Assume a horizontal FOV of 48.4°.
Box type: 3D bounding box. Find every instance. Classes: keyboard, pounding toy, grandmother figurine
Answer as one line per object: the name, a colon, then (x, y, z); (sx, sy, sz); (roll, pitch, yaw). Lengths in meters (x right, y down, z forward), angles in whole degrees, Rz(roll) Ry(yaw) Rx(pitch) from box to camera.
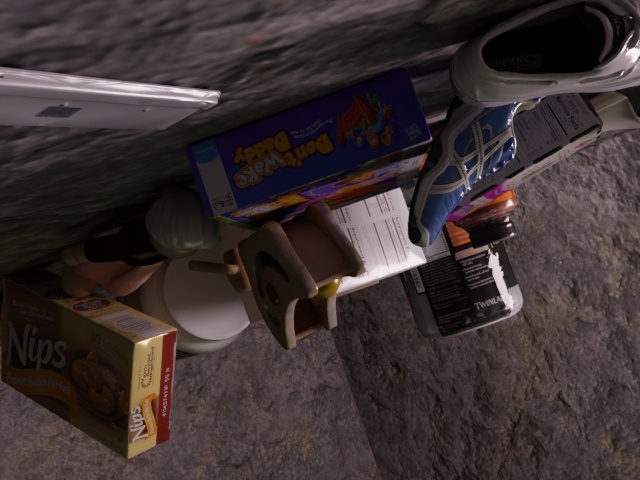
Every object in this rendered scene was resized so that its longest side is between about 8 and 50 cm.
keyboard: (-0.171, -0.092, 0.479); (0.072, 0.014, 0.256); (-15, 178, 31)
pounding toy: (-0.062, 0.065, 0.885); (0.155, 0.154, 0.269); (-24, 178, -22)
grandmother figurine: (-0.234, 0.007, 0.965); (0.208, 0.104, 0.342); (-27, -176, -36)

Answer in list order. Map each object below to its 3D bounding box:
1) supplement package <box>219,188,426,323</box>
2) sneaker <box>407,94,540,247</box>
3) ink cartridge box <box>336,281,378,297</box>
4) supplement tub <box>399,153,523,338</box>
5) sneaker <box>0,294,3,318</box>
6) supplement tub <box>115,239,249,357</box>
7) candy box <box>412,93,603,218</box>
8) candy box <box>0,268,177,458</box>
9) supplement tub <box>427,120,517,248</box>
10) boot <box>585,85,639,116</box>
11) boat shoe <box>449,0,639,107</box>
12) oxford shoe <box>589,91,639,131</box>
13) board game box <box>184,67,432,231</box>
supplement package: (0.000, 0.000, 1.231); (0.263, 0.197, 0.199); (-16, 174, -38)
sneaker: (0.153, -0.085, 0.733); (0.081, 0.211, 0.080); (26, -177, 3)
ink cartridge box: (0.020, 0.018, 1.516); (0.193, 0.088, 0.234); (-17, 136, -11)
supplement tub: (0.237, 0.002, 1.361); (0.207, 0.337, 0.207); (-19, 177, -1)
sneaker: (-0.577, 0.118, 1.323); (0.065, 0.061, 0.158); (8, 174, -3)
supplement tub: (-0.273, 0.124, 1.454); (0.228, 0.228, 0.316); (-17, 176, -31)
candy box: (0.252, -0.111, 0.953); (0.234, 0.071, 0.159); (-31, 171, 17)
candy box: (-0.362, 0.177, 1.087); (0.317, 0.182, 0.088); (18, -163, 33)
supplement tub: (0.236, -0.090, 1.099); (0.106, 0.197, 0.106); (-19, 175, -2)
boot: (0.396, -0.177, 0.887); (0.084, 0.161, 0.246); (-18, 176, -9)
boat shoe: (0.250, -0.179, 0.649); (0.258, 0.095, 0.084); (-20, -179, -5)
oxford shoe: (0.650, -0.258, 1.292); (0.450, 0.130, 0.169); (-20, 178, 39)
board game box: (0.001, -0.088, 0.865); (0.234, 0.078, 0.347); (-19, 177, 4)
